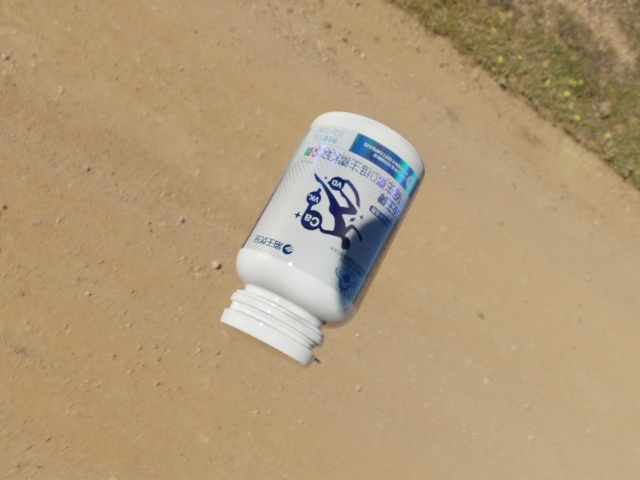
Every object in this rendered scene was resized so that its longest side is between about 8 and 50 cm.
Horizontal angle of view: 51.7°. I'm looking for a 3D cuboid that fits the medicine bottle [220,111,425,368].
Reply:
[{"bbox_3d":[0.000,0.000,0.535,0.107,0.107,0.191,33,75,-19],"label":"medicine bottle"}]
